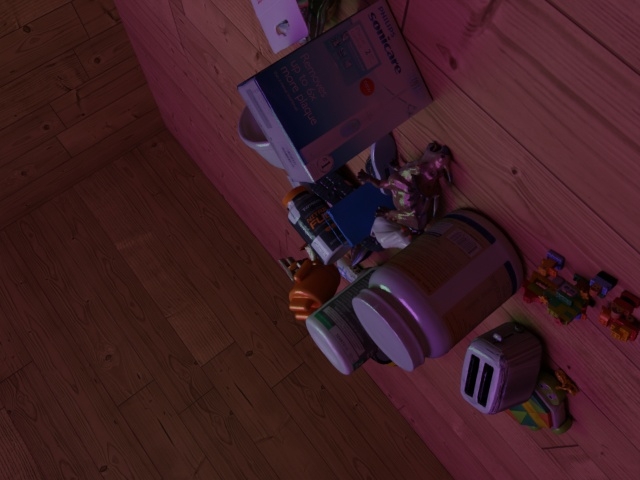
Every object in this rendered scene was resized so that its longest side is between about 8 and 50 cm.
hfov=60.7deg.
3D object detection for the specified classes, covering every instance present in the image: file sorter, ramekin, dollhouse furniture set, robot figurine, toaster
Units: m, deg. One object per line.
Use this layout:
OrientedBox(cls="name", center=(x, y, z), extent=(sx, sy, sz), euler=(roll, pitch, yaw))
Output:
OrientedBox(cls="file sorter", center=(0.108, -0.077, 1.489), extent=(0.118, 0.170, 0.104), euler=(55, 169, -4))
OrientedBox(cls="ramekin", center=(-0.059, -0.295, 1.349), extent=(0.273, 0.273, 0.127), euler=(38, 170, 46))
OrientedBox(cls="dollhouse furniture set", center=(0.000, 0.000, 1.874), extent=(0.135, 0.262, 0.259), euler=(53, -163, 8))
OrientedBox(cls="robot figurine", center=(-0.016, 0.145, 1.695), extent=(0.158, 0.219, 0.128), euler=(34, 142, -4))
OrientedBox(cls="toaster", center=(0.422, 0.311, 1.292), extent=(0.129, 0.146, 0.227), euler=(35, 127, 50))

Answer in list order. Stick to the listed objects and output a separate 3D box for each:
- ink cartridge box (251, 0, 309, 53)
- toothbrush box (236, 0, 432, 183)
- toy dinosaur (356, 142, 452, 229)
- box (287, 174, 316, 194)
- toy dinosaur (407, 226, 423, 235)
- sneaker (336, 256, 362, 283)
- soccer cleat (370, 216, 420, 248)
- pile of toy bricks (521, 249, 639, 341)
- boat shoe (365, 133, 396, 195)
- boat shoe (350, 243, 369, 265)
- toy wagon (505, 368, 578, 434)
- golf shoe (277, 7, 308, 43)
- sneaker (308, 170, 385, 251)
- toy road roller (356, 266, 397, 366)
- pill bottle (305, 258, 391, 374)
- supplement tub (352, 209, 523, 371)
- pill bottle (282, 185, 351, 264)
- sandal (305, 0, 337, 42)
OrientedBox(cls="ink cartridge box", center=(-0.074, -0.544, 0.989), extent=(0.207, 0.119, 0.354), euler=(19, 133, 65))
OrientedBox(cls="toothbrush box", center=(0.030, -0.275, 1.029), extent=(0.216, 0.295, 0.126), euler=(60, 163, -19))
OrientedBox(cls="toy dinosaur", center=(0.213, -0.092, 1.238), extent=(0.200, 0.127, 0.296), euler=(34, 162, 36))
OrientedBox(cls="box", center=(-0.035, -0.192, 1.793), extent=(0.101, 0.102, 0.087), euler=(61, 166, -23))
OrientedBox(cls="toy dinosaur", center=(0.252, -0.003, 1.429), extent=(0.268, 0.064, 0.118), euler=(44, 169, 43))
OrientedBox(cls="sneaker", center=(0.147, 0.137, 2.046), extent=(0.237, 0.085, 0.086), euler=(49, 139, 29))
OrientedBox(cls="soccer cleat", center=(0.188, -0.005, 1.358), extent=(0.068, 0.076, 0.196), euler=(19, -166, -29))
OrientedBox(cls="pile of toy bricks", center=(0.450, 0.112, 0.979), extent=(0.212, 0.105, 0.118), euler=(41, 160, 40))
OrientedBox(cls="boat shoe", center=(0.138, -0.196, 1.326), extent=(0.083, 0.065, 0.183), euler=(49, 162, 42))
OrientedBox(cls="boat shoe", center=(0.136, 0.031, 1.863), extent=(0.066, 0.066, 0.183), euler=(56, 156, 11))
OrientedBox(cls="toy wagon", center=(0.529, 0.381, 1.415), extent=(0.267, 0.068, 0.344), euler=(52, 165, 7))
OrientedBox(cls="golf shoe", center=(-0.040, -0.489, 1.259), extent=(0.176, 0.069, 0.086), euler=(44, -177, 42))
OrientedBox(cls="sneaker", center=(0.098, -0.104, 1.643), extent=(0.319, 0.112, 0.131), euler=(50, -168, 0))
OrientedBox(cls="toy road roller", center=(0.249, 0.258, 1.848), extent=(0.202, 0.240, 0.330), euler=(-178, 90, -72))
OrientedBox(cls="pill bottle", center=(0.153, 0.204, 1.599), extent=(0.204, 0.361, 0.204), euler=(49, 165, 18))
OrientedBox(cls="supplement tub", center=(0.248, 0.107, 1.175), extent=(0.228, 0.316, 0.228), euler=(49, 164, 19))
OrientedBox(cls="pill bottle", center=(-0.013, -0.054, 1.679), extent=(0.246, 0.130, 0.130), euler=(50, 165, 15))
OrientedBox(cls="sandal", center=(0.007, -0.478, 1.113), extent=(0.072, 0.049, 0.180), euler=(62, 155, 29))
